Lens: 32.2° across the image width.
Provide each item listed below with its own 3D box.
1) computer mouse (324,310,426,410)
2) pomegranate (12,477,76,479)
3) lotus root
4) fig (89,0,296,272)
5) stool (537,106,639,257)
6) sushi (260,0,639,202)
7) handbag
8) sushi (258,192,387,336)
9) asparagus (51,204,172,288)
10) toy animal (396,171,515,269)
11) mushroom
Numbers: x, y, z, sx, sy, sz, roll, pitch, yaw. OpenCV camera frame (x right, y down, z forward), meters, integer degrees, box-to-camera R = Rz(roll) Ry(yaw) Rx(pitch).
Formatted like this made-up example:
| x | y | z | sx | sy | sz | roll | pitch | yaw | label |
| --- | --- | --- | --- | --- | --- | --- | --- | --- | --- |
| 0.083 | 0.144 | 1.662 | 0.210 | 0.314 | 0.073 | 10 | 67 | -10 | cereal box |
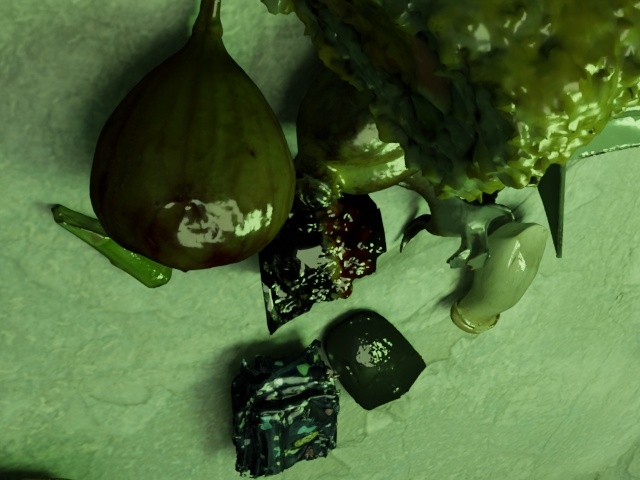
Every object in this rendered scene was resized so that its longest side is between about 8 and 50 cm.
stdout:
| x | y | z | sx | sy | sz | roll | pitch | yaw | label |
| --- | --- | --- | --- | --- | --- | --- | --- | --- | --- |
| 0.084 | 0.184 | 1.643 | 0.122 | 0.073 | 0.217 | -36 | 142 | 2 | computer mouse |
| -0.372 | 0.459 | 1.446 | 0.307 | 0.307 | 0.307 | -19 | 139 | -17 | pomegranate |
| 0.079 | -0.150 | 1.232 | 0.309 | 0.173 | 0.173 | -35 | 141 | -5 | lotus root |
| -0.112 | -0.133 | 1.122 | 0.217 | 0.217 | 0.320 | 2 | 107 | -35 | fig |
| 0.405 | -0.134 | 1.394 | 0.244 | 0.170 | 0.269 | -7 | 137 | 4 | stool |
| 0.116 | -0.231 | 0.984 | 0.240 | 0.396 | 0.351 | -37 | 179 | -13 | sushi |
| -0.054 | 0.253 | 1.591 | 0.162 | 0.113 | 0.260 | -13 | 145 | -14 | handbag |
| 0.000 | 0.000 | 1.336 | 0.150 | 0.153 | 0.172 | -7 | 117 | -1 | sushi |
| -0.236 | 0.003 | 1.265 | 0.045 | 0.041 | 0.178 | 0 | 154 | 32 | asparagus |
| 0.161 | -0.030 | 1.436 | 0.272 | 0.160 | 0.197 | 14 | 124 | -34 | toy animal |
| 0.262 | 0.050 | 1.619 | 0.088 | 0.097 | 0.212 | 24 | 132 | 3 | mushroom |
